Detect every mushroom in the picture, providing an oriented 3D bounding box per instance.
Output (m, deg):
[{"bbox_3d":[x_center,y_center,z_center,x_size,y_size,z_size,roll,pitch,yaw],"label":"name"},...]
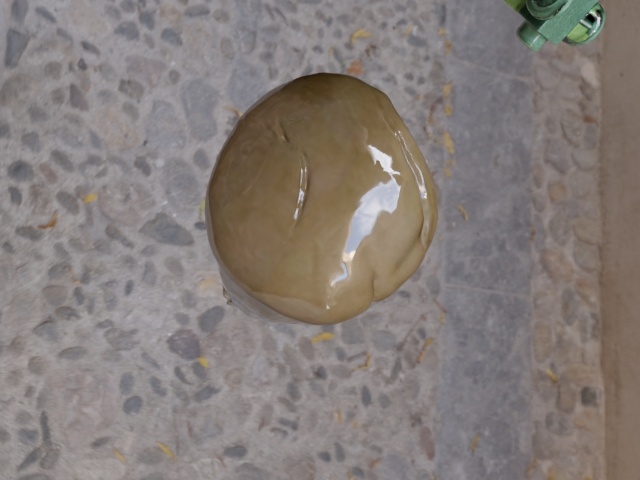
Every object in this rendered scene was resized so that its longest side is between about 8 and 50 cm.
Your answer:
[{"bbox_3d":[-0.009,-0.001,0.548,0.154,0.407,0.137,8,81,3],"label":"mushroom"}]

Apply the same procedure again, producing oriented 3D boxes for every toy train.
[{"bbox_3d":[0.307,-0.348,0.849,0.105,0.253,0.157,14,37,-41],"label":"toy train"}]
